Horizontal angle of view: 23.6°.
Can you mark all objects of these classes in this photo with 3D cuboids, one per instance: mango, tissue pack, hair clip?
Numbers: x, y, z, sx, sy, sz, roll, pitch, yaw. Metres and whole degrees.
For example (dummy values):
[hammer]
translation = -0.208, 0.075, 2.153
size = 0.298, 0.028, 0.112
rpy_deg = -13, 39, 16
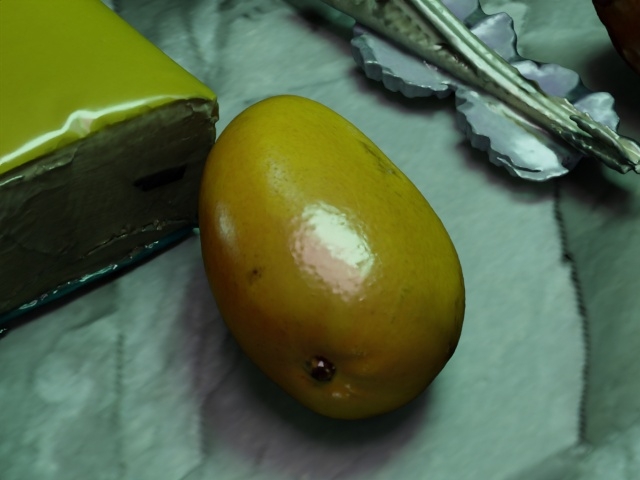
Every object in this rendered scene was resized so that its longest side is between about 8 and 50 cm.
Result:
[mango]
translation = 0.000, 0.000, 0.861
size = 0.145, 0.112, 0.219
rpy_deg = 7, 42, -32
[tissue pack]
translation = -0.213, -0.087, 0.922
size = 0.192, 0.134, 0.271
rpy_deg = -30, 54, -31
[hair clip]
translation = 0.102, -0.122, 1.030
size = 0.106, 0.084, 0.292
rpy_deg = -30, 59, -36

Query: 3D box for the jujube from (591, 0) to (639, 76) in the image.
[jujube]
translation = 0.304, -0.180, 1.030
size = 0.243, 0.183, 0.183
rpy_deg = 0, 44, -15
